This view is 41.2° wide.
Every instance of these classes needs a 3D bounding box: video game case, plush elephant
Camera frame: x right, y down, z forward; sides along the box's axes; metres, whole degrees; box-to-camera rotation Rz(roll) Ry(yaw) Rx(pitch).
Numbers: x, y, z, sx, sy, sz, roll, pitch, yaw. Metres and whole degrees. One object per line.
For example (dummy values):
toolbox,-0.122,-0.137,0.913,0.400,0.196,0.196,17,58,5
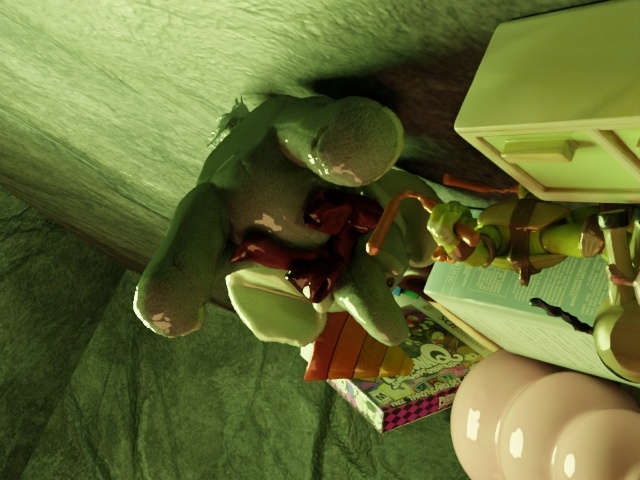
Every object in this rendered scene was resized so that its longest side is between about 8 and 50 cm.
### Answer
video game case,0.123,0.171,1.222,0.232,0.041,0.210,-13,-151,-28
plush elephant,0.000,0.000,0.839,0.255,0.272,0.330,44,-170,-22

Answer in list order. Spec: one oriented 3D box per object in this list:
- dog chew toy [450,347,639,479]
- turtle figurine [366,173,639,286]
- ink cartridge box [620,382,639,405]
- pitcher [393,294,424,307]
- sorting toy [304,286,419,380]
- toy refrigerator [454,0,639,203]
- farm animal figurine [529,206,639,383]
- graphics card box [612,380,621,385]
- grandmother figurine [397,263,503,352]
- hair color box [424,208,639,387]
dog chew toy,0.287,0.238,0.999,0.207,0.206,0.332,28,177,-13
turtle figurine,0.168,-0.006,0.667,0.218,0.087,0.270,1,-170,32
ink cartridge box,0.424,0.160,1.010,0.067,0.115,0.198,25,169,4
pitcher,0.165,0.159,1.519,0.207,0.125,0.178,15,172,-11
sorting toy,0.089,0.107,1.177,0.126,0.127,0.365,20,-161,10
toy refrigerator,0.211,-0.075,0.476,0.102,0.094,0.270,32,167,-32
farm animal figurine,0.330,0.070,0.447,0.327,0.172,0.330,-3,-175,-14
graphics card box,0.477,0.233,1.275,0.371,0.094,0.233,21,167,20
grandmother figurine,0.155,0.057,1.138,0.343,0.104,0.208,27,167,-16
hair color box,0.311,0.072,0.862,0.185,0.113,0.375,34,165,-39
